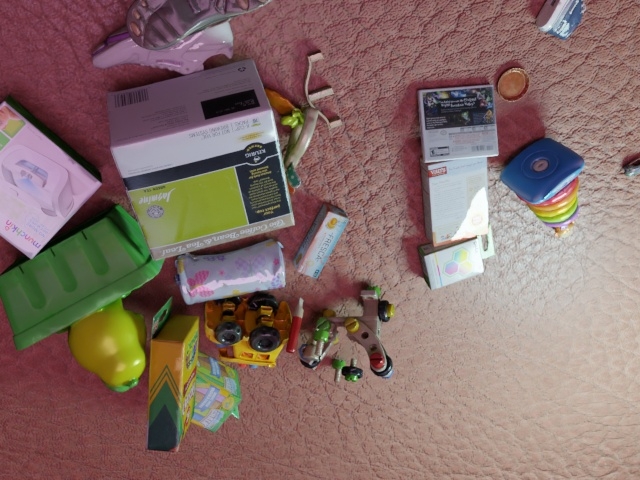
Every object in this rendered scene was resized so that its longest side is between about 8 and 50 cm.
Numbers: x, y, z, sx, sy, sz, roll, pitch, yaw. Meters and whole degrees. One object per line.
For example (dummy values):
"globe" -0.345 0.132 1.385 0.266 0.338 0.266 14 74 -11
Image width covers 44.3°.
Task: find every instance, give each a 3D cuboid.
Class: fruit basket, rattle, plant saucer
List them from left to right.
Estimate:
"fruit basket" -0.508 0.154 1.807 0.391 0.283 0.393 -1 104 -5
"rattle" -0.091 -0.224 1.789 0.142 0.130 0.200 20 96 -33
"plant saucer" 0.470 -0.381 1.919 0.083 0.013 0.084 -5 117 -10

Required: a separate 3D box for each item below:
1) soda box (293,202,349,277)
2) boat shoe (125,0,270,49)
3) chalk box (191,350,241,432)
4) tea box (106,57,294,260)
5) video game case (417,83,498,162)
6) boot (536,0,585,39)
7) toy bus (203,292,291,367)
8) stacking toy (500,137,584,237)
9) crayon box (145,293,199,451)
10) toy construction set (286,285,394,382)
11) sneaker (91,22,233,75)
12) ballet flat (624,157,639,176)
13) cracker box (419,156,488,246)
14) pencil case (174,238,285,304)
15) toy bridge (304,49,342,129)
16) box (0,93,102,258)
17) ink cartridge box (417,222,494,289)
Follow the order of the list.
"soda box" 0.000 0.000 1.980 0.062 0.058 0.183 21 111 -22
"boat shoe" -0.217 -0.488 1.547 0.355 0.130 0.132 -24 107 -6
"chalk box" -0.295 0.402 2.076 0.213 0.132 0.132 31 106 -26
"tea box" -0.254 -0.171 1.703 0.328 0.220 0.324 -14 133 -6
"video game case" 0.332 -0.283 1.897 0.190 0.022 0.173 -6 95 -10
"boot" 0.586 -0.565 1.829 0.086 0.069 0.190 16 120 -28
"toy bus" -0.203 0.249 2.026 0.220 0.150 0.212 9 130 -15
"stacking toy" 0.605 -0.099 2.038 0.175 0.166 0.302 -39 134 -3
"crayon box" -0.345 0.306 1.853 0.081 0.202 0.319 5 103 1
"toy construction set" 0.053 0.216 2.039 0.308 0.257 0.237 29 63 -41
"sneaker" -0.328 -0.398 1.664 0.304 0.114 0.152 -18 119 -4
"ballet flat" 0.861 -0.203 2.092 0.114 0.041 0.041 -15 119 -7
"cracker box" 0.342 -0.113 1.997 0.155 0.067 0.232 -13 120 -8
"pencil case" -0.220 0.077 1.938 0.272 0.113 0.124 -9 75 -8
"toy bridge" -0.002 -0.341 1.822 0.063 0.026 0.188 -18 119 -1
"box" -0.647 -0.137 1.693 0.231 0.127 0.262 -46 113 0
"ink cartridge box" 0.371 0.042 2.086 0.209 0.062 0.109 -18 119 -4
